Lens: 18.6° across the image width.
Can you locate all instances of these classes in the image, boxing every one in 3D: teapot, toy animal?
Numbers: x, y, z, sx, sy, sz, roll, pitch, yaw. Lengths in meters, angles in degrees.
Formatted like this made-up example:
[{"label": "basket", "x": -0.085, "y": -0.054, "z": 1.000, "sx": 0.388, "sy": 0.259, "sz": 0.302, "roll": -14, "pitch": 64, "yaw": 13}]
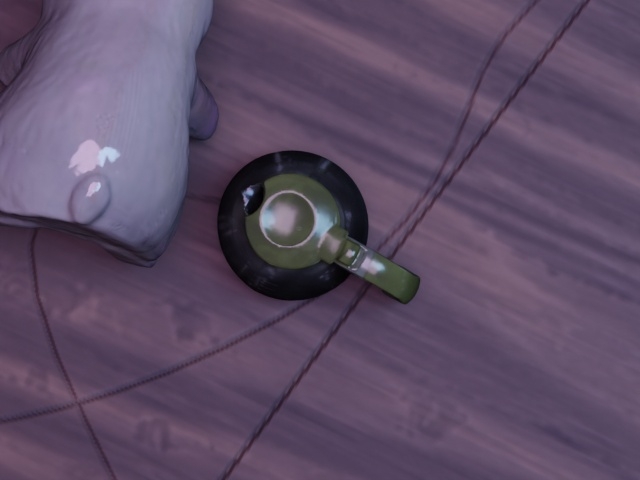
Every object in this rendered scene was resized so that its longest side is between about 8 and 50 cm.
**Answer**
[{"label": "teapot", "x": -0.001, "y": -0.009, "z": 1.163, "sx": 0.124, "sy": 0.091, "sz": 0.092, "roll": 2, "pitch": 89, "yaw": 0}, {"label": "toy animal", "x": -0.118, "y": -0.119, "z": 1.157, "sx": 0.141, "sy": 0.138, "sz": 0.282, "roll": 16, "pitch": 65, "yaw": -8}]
